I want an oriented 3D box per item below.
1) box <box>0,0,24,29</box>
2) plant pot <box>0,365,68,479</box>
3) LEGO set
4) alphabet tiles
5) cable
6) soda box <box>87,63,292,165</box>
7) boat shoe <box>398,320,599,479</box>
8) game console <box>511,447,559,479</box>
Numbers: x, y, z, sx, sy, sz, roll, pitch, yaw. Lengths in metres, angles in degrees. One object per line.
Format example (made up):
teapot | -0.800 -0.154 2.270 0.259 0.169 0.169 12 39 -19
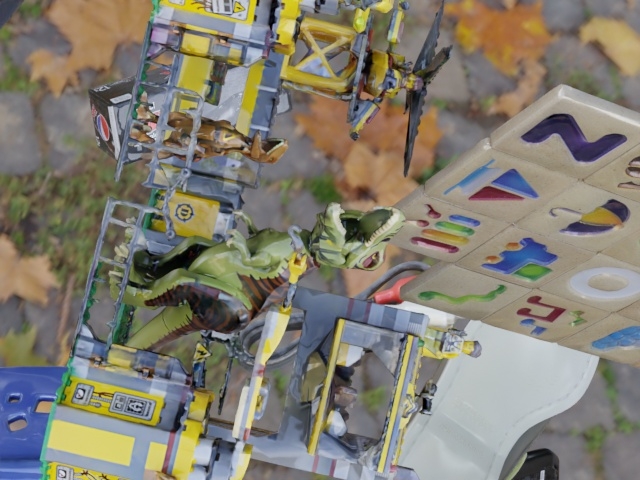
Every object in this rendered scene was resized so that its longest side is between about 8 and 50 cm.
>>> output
box | -0.315 -0.214 0.754 0.343 0.312 0.179 16 56 -32
plant pot | -0.306 0.308 1.879 0.236 0.236 0.212 0 31 1
LEGO set | 0.000 0.000 0.750 0.192 0.255 0.331 13 80 0
alphabet tiles | 0.214 0.007 0.822 0.342 0.285 0.011 17 60 -25
cable | 0.039 0.084 1.800 0.287 0.072 0.139 -3 61 -1
soda box | -0.110 -0.120 1.301 0.169 0.060 0.053 -21 30 -25
boat shoe | 0.127 0.143 1.229 0.109 0.091 0.305 40 53 4
game console | 0.266 0.348 1.929 0.361 0.213 0.044 -59 136 -72
